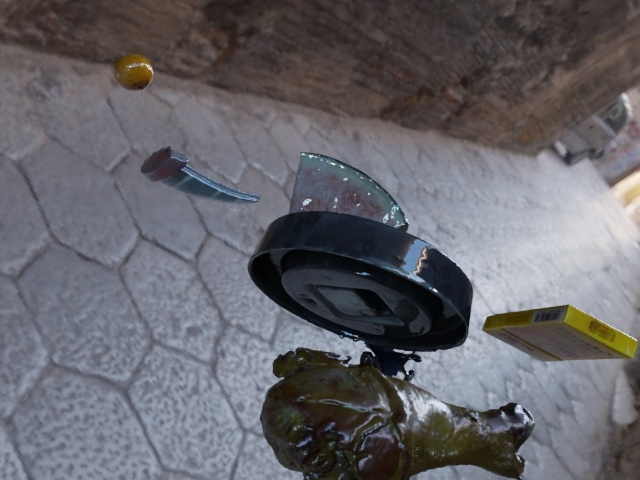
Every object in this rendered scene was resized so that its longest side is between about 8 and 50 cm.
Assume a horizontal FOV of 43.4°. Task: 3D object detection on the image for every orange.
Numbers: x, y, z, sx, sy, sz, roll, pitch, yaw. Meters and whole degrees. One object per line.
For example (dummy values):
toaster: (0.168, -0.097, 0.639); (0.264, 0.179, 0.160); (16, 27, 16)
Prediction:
orange: (-0.391, -0.350, 1.684); (0.083, 0.083, 0.070); (5, 70, -66)

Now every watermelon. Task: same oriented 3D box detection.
watermelon: (0.001, -0.036, 1.808); (0.293, 0.283, 0.250); (-15, 62, -23)

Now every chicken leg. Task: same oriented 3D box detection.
chicken leg: (0.102, 0.254, 0.981); (0.361, 0.140, 0.211); (18, 60, -11)

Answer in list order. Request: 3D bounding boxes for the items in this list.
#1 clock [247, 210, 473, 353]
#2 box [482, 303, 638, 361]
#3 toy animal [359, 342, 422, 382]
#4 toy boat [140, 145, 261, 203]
clock: (0.069, 0.077, 1.354); (0.386, 0.386, 0.076); (39, 60, -36)
box: (0.429, 0.173, 1.470); (0.152, 0.043, 0.269); (29, -16, -13)
toy animal: (0.126, 0.221, 1.468); (0.108, 0.062, 0.220); (23, 6, -6)
toy boat: (-0.130, -0.058, 0.879); (0.122, 0.096, 0.034); (28, 71, -29)
